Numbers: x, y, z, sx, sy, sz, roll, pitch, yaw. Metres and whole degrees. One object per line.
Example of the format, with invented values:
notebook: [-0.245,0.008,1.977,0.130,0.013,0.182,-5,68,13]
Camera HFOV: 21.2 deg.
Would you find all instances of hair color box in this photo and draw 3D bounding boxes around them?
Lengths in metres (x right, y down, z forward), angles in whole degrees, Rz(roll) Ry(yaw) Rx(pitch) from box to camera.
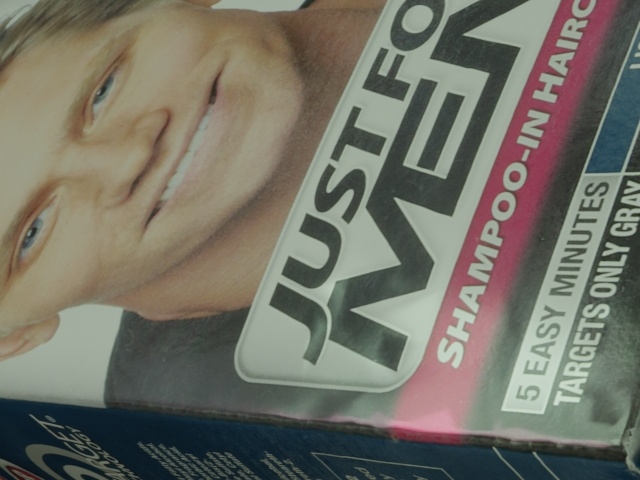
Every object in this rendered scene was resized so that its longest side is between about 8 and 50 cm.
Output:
hair color box: [0.000,0.000,0.521,0.347,0.105,0.174,-1,57,45]
